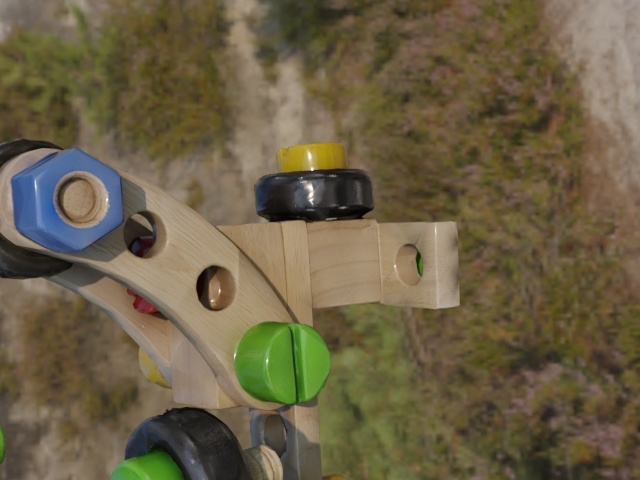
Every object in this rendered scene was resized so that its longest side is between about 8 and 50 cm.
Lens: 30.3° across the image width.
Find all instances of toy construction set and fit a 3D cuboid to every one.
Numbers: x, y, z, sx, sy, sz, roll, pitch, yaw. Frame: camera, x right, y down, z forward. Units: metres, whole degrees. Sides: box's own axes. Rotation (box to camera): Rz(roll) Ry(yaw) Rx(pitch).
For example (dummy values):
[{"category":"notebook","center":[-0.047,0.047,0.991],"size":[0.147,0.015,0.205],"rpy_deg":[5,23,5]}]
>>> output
[{"category":"toy construction set","center":[-0.054,0.087,0.571],"size":[0.309,0.237,0.257],"rpy_deg":[-41,68,47]}]
